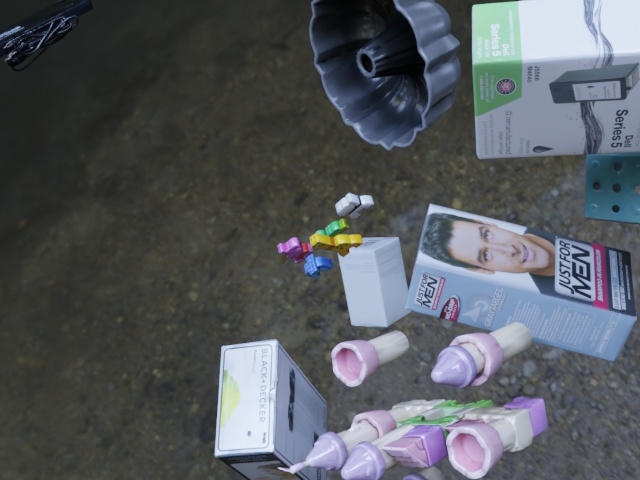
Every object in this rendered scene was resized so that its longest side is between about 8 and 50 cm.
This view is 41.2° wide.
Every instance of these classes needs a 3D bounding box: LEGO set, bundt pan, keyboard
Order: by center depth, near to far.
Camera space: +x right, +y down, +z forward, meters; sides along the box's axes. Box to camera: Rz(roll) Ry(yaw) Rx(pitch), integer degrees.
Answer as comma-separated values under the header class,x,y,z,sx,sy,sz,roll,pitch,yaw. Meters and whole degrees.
class,x,y,z,sx,sy,sz,roll,pitch,yaw
keyboard,-0.345,-0.220,0.970,0.192,0.038,0.100,-38,35,-26
bundt pan,0.126,-0.337,1.525,0.124,0.331,0.331,-29,38,-26
LEGO set,0.000,0.000,1.618,0.227,0.093,0.087,-40,52,35

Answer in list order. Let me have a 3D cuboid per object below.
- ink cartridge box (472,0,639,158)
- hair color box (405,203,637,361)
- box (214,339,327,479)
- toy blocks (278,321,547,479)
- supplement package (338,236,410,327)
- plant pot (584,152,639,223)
class,x,y,z,sx,sy,sz,roll,pitch,yaw
ink cartridge box,0.343,-0.216,1.137,0.272,0.198,0.115,-2,56,12
hair color box,0.353,0.070,1.512,0.374,0.114,0.185,14,38,6
box,-0.066,0.283,1.300,0.087,0.290,0.169,-7,61,13
toy blocks,0.133,0.284,1.135,0.288,0.260,0.309,-11,92,46
supplement package,0.122,0.092,1.902,0.105,0.105,0.179,-1,105,39
plant pot,0.533,-0.103,1.389,0.165,0.234,0.166,9,106,41
